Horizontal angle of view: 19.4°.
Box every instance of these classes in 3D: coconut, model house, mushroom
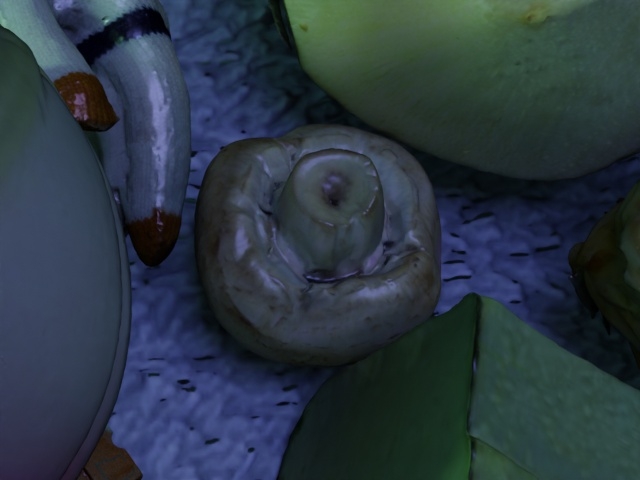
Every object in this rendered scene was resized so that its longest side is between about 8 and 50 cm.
[{"bbox_3d":[0.114,-0.209,1.039,0.353,0.352,0.352,8,65,-17],"label":"coconut"},{"bbox_3d":[0.092,0.173,0.937,0.189,0.195,0.214,23,54,-21],"label":"model house"},{"bbox_3d":[0.000,0.000,1.007,0.148,0.112,0.148,2,61,-4],"label":"mushroom"}]

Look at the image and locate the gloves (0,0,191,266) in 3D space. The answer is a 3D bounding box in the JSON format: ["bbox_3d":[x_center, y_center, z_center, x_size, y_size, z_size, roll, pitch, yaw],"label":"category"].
[{"bbox_3d":[-0.125,-0.083,0.987,0.131,0.140,0.218,-27,70,-33],"label":"gloves"}]

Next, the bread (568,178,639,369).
[{"bbox_3d":[0.317,0.012,1.089,0.277,0.167,0.324,47,65,-4],"label":"bread"}]

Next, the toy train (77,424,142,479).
[{"bbox_3d":[-0.131,0.143,0.937,0.103,0.044,0.064,-31,77,-31],"label":"toy train"}]

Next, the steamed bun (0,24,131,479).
[{"bbox_3d":[-0.218,0.060,0.806,0.309,0.309,0.309,8,65,-17],"label":"steamed bun"}]
